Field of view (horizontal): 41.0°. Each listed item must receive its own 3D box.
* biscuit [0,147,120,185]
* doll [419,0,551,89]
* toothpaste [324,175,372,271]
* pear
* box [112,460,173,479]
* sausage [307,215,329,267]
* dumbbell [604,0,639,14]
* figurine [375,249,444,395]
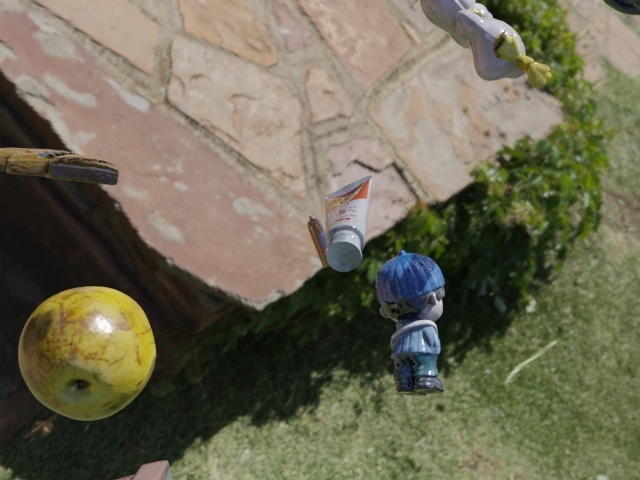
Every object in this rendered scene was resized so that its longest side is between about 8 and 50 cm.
[{"bbox_3d":[-0.480,-0.141,1.569,0.278,0.301,0.043,-8,106,-63],"label":"biscuit"},{"bbox_3d":[0.264,-0.359,1.458,0.160,0.094,0.365,33,22,-30],"label":"doll"},{"bbox_3d":[0.041,-0.032,1.308,0.057,0.089,0.234,59,17,-22],"label":"toothpaste"},{"bbox_3d":[-0.468,0.223,1.734,0.280,0.281,0.281,19,50,-24],"label":"pear"},{"bbox_3d":[-0.194,0.376,0.926,0.086,0.215,0.215,-14,92,-1],"label":"box"},{"bbox_3d":[0.000,0.000,1.693,0.031,0.031,0.107,-33,107,-45],"label":"sausage"},{"bbox_3d":[0.319,-0.255,0.822,0.081,0.082,0.254,40,16,-5],"label":"dumbbell"},{"bbox_3d":[0.097,0.089,0.917,0.087,0.086,0.149,17,66,-37],"label":"figurine"}]
